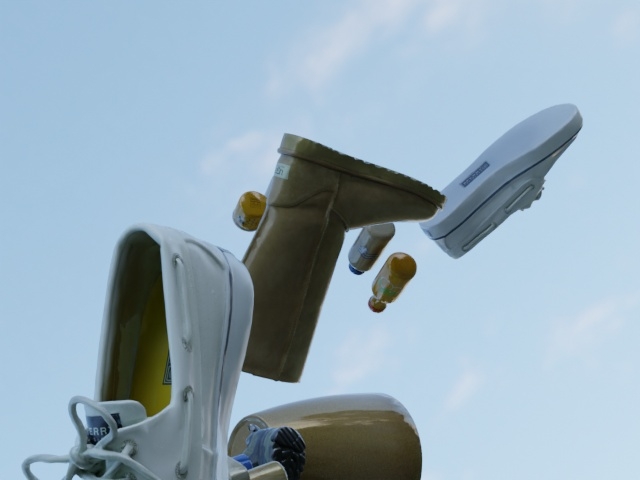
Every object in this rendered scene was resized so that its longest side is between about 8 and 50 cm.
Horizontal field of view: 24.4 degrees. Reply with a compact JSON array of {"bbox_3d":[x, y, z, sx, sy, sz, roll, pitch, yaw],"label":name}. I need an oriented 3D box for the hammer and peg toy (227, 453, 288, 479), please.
[{"bbox_3d":[-0.151,0.330,1.706,0.127,0.361,0.265,-17,-74,-26],"label":"hammer and peg toy"}]

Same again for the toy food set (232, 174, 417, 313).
[{"bbox_3d":[0.000,0.000,1.832,0.104,0.232,0.111,118,167,-52],"label":"toy food set"}]

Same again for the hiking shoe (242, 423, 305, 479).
[{"bbox_3d":[-0.095,0.372,2.096,0.086,0.114,0.226,30,-109,-32],"label":"hiking shoe"}]

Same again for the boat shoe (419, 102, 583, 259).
[{"bbox_3d":[0.250,-0.077,1.957,0.258,0.095,0.084,-38,-65,10],"label":"boat shoe"}]

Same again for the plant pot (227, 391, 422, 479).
[{"bbox_3d":[-0.012,0.340,2.312,0.254,0.237,0.237,14,-70,-40],"label":"plant pot"}]

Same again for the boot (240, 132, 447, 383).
[{"bbox_3d":[0.004,0.034,1.705,0.236,0.089,0.269,18,-89,-26],"label":"boot"}]

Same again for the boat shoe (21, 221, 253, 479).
[{"bbox_3d":[-0.143,0.155,1.126,0.156,0.136,0.367,31,-119,-48],"label":"boat shoe"}]
